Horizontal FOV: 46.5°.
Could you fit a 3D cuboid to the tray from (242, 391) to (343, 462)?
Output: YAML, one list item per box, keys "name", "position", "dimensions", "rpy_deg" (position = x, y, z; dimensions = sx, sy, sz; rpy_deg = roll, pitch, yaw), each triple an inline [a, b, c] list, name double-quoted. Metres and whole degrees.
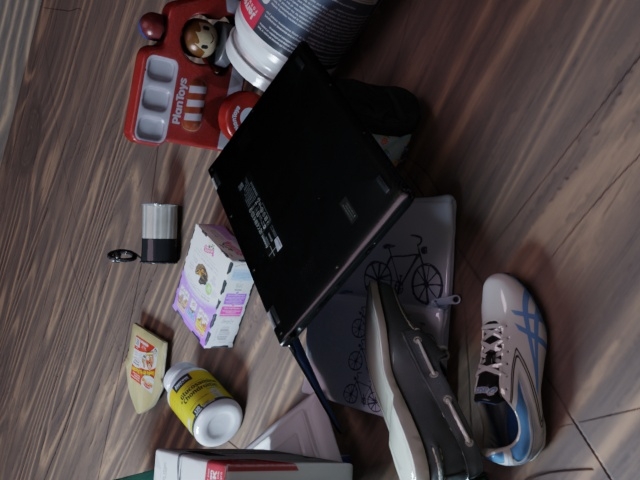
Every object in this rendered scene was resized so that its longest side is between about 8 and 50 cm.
- name: "tray"
  position: [-0.065, 0.370, 1.236]
  dimensions: [0.270, 0.030, 0.145]
  rpy_deg: [-45, 52, 37]

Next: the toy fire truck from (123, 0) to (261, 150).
- name: "toy fire truck"
  position: [-0.227, -0.316, 1.399]
  dimensions: [0.169, 0.253, 0.302]
  rpy_deg: [24, 105, 50]

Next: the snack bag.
- name: "snack bag"
  position: [0.081, 0.093, 1.148]
  dimensions: [0.323, 0.037, 0.343]
  rpy_deg: [4, 89, 52]

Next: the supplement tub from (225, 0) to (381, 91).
- name: "supplement tub"
  position: [-0.019, -0.381, 1.196]
  dimensions: [0.272, 0.191, 0.191]
  rpy_deg: [-51, 50, 35]

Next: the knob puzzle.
- name: "knob puzzle"
  position: [-0.401, 0.308, 1.737]
  dimensions: [0.213, 0.030, 0.213]
  rpy_deg: [-7, 81, 50]

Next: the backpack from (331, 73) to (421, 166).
- name: "backpack"
  position: [0.055, -0.143, 1.117]
  dimensions: [0.182, 0.151, 0.115]
  rpy_deg: [117, 158, -45]

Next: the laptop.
- name: "laptop"
  position: [0.000, 0.000, 1.111]
  dimensions: [0.408, 0.236, 0.382]
  rpy_deg: [-51, 43, 22]

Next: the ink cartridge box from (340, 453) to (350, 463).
- name: "ink cartridge box"
  position: [-0.032, 0.401, 1.251]
  dimensions: [0.207, 0.046, 0.097]
  rpy_deg: [-12, 76, 51]

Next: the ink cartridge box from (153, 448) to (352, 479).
- name: "ink cartridge box"
  position: [-0.108, 0.367, 1.079]
  dimensions: [0.273, 0.197, 0.114]
  rpy_deg: [-18, 66, 57]

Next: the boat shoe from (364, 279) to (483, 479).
- name: "boat shoe"
  position: [0.125, 0.180, 0.985]
  dimensions: [0.320, 0.099, 0.116]
  rpy_deg: [-103, 12, -45]

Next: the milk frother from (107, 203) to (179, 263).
- name: "milk frother"
  position: [-0.397, -0.015, 1.672]
  dimensions: [0.129, 0.143, 0.135]
  rpy_deg: [0, 88, 59]

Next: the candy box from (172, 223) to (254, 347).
- name: "candy box"
  position: [-0.212, 0.088, 1.488]
  dimensions: [0.165, 0.070, 0.196]
  rpy_deg: [41, 118, 46]

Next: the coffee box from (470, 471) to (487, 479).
- name: "coffee box"
  position: [0.129, 0.360, 1.002]
  dimensions: [0.184, 0.113, 0.040]
  rpy_deg: [-37, 62, 42]

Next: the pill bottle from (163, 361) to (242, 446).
- name: "pill bottle"
  position: [-0.239, 0.316, 1.473]
  dimensions: [0.184, 0.103, 0.103]
  rpy_deg: [32, 111, 48]

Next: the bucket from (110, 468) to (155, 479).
- name: "bucket"
  position: [-0.363, 0.611, 1.535]
  dimensions: [0.281, 0.183, 0.281]
  rpy_deg: [-7, 81, 51]

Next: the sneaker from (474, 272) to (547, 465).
- name: "sneaker"
  position: [0.227, 0.156, 0.919]
  dimensions: [0.085, 0.086, 0.237]
  rpy_deg: [-16, 73, 51]
